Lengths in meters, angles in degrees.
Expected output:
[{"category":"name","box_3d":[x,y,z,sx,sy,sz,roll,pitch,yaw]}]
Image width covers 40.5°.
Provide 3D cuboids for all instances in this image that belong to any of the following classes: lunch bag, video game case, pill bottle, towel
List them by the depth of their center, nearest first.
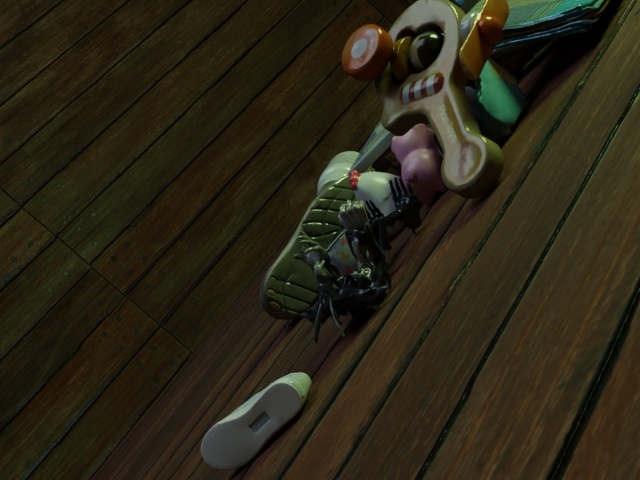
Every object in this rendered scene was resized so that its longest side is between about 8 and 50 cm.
[{"category":"towel","box_3d":[0.367,-0.406,1.413,0.271,0.040,0.370,-3,32,40]},{"category":"lunch bag","box_3d":[0.052,0.021,1.474,0.083,0.071,0.053,-50,1,8]},{"category":"video game case","box_3d":[0.139,-0.219,1.569,0.201,0.023,0.183,-44,10,43]},{"category":"pill bottle","box_3d":[0.062,-0.138,2.196,0.131,0.131,0.229,-46,6,22]}]

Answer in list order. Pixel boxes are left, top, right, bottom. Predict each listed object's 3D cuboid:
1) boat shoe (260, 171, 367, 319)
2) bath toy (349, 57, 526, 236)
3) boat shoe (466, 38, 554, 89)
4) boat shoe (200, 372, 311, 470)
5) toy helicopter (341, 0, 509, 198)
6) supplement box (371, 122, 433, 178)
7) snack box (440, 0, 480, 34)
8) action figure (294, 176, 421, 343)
[{"category":"boat shoe","box_3d":[-0.006,0.006,1.730,0.355,0.132,0.130,-49,5,-17]},{"category":"bath toy","box_3d":[0.172,-0.148,1.405,0.348,0.129,0.151,-45,6,39]},{"category":"boat shoe","box_3d":[0.332,-0.358,1.613,0.324,0.116,0.123,-24,57,28]},{"category":"boat shoe","box_3d":[-0.082,0.230,1.121,0.184,0.066,0.063,-49,-9,24]},{"category":"toy helicopter","box_3d":[0.183,-0.211,1.205,0.235,0.140,0.355,-39,47,28]},{"category":"supplement box","box_3d":[0.192,-0.174,1.541,0.188,0.104,0.081,-46,8,33]},{"category":"snack box","box_3d":[0.268,-0.419,1.710,0.187,0.060,0.322,-8,-37,-51]},{"category":"action figure","box_3d":[0.040,0.020,1.222,0.164,0.141,0.276,-29,15,40]}]
